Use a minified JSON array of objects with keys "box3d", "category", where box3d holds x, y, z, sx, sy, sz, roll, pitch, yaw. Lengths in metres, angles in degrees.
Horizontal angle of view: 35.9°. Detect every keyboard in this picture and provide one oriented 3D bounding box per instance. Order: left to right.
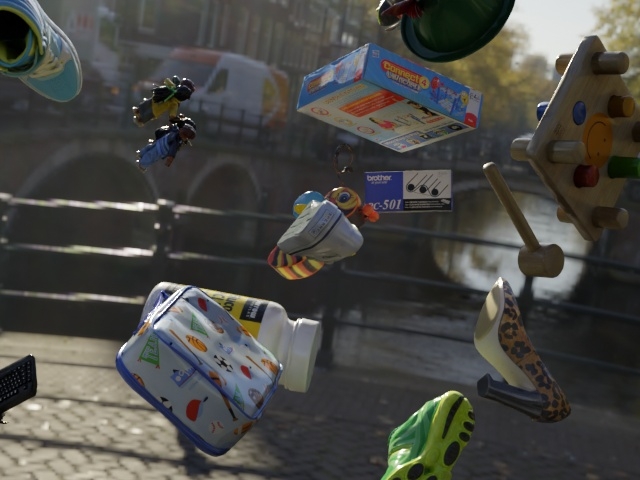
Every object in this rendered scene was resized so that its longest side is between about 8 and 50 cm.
[{"box3d":[-0.537,0.258,1.596,0.192,0.100,0.038,-29,-31,20],"category":"keyboard"}]

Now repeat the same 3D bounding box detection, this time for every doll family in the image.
[{"box3d":[-0.237,-0.188,1.549,0.111,0.193,0.076,-23,-28,23],"category":"doll family"}]

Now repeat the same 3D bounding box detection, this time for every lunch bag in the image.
[{"box3d":[-0.187,0.190,1.543,0.243,0.115,0.303,41,11,-3],"category":"lunch bag"}]

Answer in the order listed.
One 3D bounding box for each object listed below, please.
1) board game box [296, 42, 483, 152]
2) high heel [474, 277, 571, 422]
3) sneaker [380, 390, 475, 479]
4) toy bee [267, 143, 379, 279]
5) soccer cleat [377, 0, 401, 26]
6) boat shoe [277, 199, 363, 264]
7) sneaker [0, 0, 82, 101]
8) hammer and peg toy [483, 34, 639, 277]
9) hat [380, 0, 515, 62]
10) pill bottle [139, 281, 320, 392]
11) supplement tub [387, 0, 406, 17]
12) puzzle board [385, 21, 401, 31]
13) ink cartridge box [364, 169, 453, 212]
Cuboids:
[{"box3d":[0.150,-0.310,2.219,0.302,0.086,0.308,19,-14,-26],"category":"board game box"},{"box3d":[0.379,0.203,1.814,0.186,0.261,0.093,23,-36,-17],"category":"high heel"},{"box3d":[0.170,0.397,1.754,0.295,0.109,0.123,-49,14,-32],"category":"sneaker"},{"box3d":[0.024,-0.048,1.973,0.162,0.298,0.195,21,5,41],"category":"toy bee"},{"box3d":[0.192,-0.538,2.265,0.072,0.060,0.179,7,32,36],"category":"soccer cleat"},{"box3d":[0.000,0.000,1.275,0.076,0.083,0.226,40,-3,-7],"category":"boat shoe"},{"box3d":[-0.505,-0.316,1.709,0.127,0.319,0.208,-26,49,3],"category":"sneaker"},{"box3d":[0.424,-0.126,1.626,0.127,0.361,0.266,10,-27,46],"category":"hammer and peg toy"},{"box3d":[0.142,-0.345,1.277,0.183,0.173,0.208,37,14,-45],"category":"hat"},{"box3d":[-0.177,0.200,1.948,0.333,0.188,0.188,10,9,6],"category":"pill bottle"},{"box3d":[0.129,-0.589,1.780,0.207,0.338,0.207,-29,15,8],"category":"supplement tub"},{"box3d":[0.172,-0.351,1.521,0.096,0.011,0.128,-27,7,-35],"category":"puzzle board"},{"box3d":[0.210,-0.115,2.350,0.207,0.097,0.046,-1,-3,13],"category":"ink cartridge box"}]
